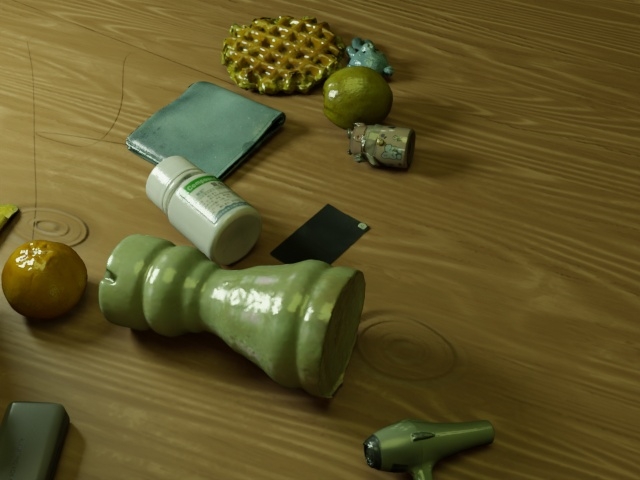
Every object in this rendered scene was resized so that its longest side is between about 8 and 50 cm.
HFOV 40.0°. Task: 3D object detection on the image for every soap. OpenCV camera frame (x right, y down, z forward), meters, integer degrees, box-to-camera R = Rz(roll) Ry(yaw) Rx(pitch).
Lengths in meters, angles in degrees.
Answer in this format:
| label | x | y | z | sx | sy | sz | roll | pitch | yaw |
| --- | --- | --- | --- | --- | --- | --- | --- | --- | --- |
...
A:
| label | x | y | z | sx | sy | sz | roll | pitch | yaw |
| --- | --- | --- | --- | --- | --- | --- | --- | --- | --- |
| soap | -0.694 | -0.032 | 1.806 | 0.089 | 0.033 | 0.168 | 13 | 47 | 8 |

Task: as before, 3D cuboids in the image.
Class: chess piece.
| label | x | y | z | sx | sy | sz | roll | pitch | yaw |
| --- | --- | --- | --- | --- | --- | --- | --- | --- | --- |
| chess piece | -0.161 | 0.114 | 1.561 | 0.442 | 0.234 | 0.234 | 13 | 48 | 15 |

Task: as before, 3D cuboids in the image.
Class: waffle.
| label | x | y | z | sx | sy | sz | roll | pitch | yaw |
| --- | --- | --- | --- | --- | --- | --- | --- | --- | --- |
| waffle | -0.090 | -0.471 | 2.207 | 0.325 | 0.068 | 0.302 | -11 | 47 | -9 |

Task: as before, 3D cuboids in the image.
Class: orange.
| label | x | y | z | sx | sy | sz | roll | pitch | yaw |
| --- | --- | --- | --- | --- | --- | --- | --- | --- | --- |
| orange | -0.516 | 0.068 | 1.645 | 0.159 | 0.136 | 0.159 | 0 | 43 | 0 |

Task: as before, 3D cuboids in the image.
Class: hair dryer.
| label | x | y | z | sx | sy | sz | roll | pitch | yaw |
| --- | --- | --- | --- | --- | --- | --- | --- | --- | --- |
| hair dryer | 0.209 | 0.369 | 1.422 | 0.219 | 0.088 | 0.225 | -26 | 65 | -28 |

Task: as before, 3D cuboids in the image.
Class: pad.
| label | x | y | z | sx | sy | sz | roll | pitch | yaw |
| --- | --- | --- | --- | --- | --- | --- | --- | --- | --- |
| pad | 0.000 | 0.000 | 1.806 | 0.116 | 0.004 | 0.193 | 31 | 54 | 26 |

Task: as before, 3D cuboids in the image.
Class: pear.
| label | x | y | z | sx | sy | sz | roll | pitch | yaw |
| --- | --- | --- | --- | --- | --- | --- | --- | --- | --- |
| pear | 0.080 | -0.326 | 2.018 | 0.162 | 0.149 | 0.149 | -2 | 46 | -17 |

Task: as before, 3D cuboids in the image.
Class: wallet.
| label | x | y | z | sx | sy | sz | roll | pitch | yaw |
| --- | --- | --- | --- | --- | --- | --- | --- | --- | --- |
| wallet | -0.257 | -0.249 | 2.005 | 0.251 | 0.054 | 0.290 | 26 | 53 | 23 |

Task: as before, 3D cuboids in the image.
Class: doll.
| label | x | y | z | sx | sy | sz | roll | pitch | yaw |
| --- | --- | --- | --- | --- | --- | --- | --- | --- | --- |
| doll | 0.118 | -0.469 | 2.202 | 0.120 | 0.075 | 0.180 | 1 | 47 | -7 |

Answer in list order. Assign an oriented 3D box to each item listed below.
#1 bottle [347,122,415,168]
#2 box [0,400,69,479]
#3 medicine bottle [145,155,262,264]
| label | x | y | z | sx | sy | sz | roll | pitch | yaw |
| --- | --- | --- | --- | --- | --- | --- | --- | --- | --- |
| bottle | 0.128 | -0.211 | 1.952 | 0.152 | 0.099 | 0.099 | 9 | 47 | 14 |
| box | -0.482 | 0.373 | 1.411 | 0.103 | 0.055 | 0.243 | 3 | 47 | 2 |
| medicine bottle | -0.238 | -0.065 | 1.775 | 0.139 | 0.139 | 0.237 | -33 | 53 | -27 |
